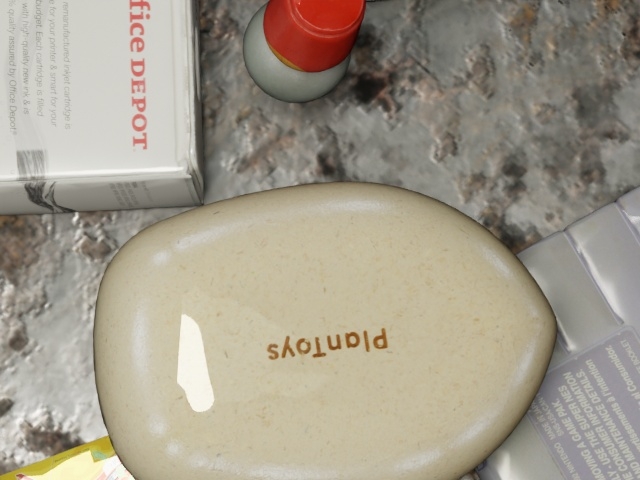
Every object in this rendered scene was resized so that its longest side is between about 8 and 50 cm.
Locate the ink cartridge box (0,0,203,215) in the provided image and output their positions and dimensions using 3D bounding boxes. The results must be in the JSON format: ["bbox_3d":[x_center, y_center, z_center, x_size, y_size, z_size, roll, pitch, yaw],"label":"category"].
[{"bbox_3d":[-0.184,-0.100,1.222,0.217,0.092,0.159,-3,77,3],"label":"ink cartridge box"}]

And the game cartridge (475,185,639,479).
[{"bbox_3d":[0.230,0.148,1.170,0.230,0.068,0.355,-29,77,-1],"label":"game cartridge"}]

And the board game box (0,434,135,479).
[{"bbox_3d":[-0.131,0.175,1.189,0.154,0.026,0.103,-21,77,-3],"label":"board game box"}]

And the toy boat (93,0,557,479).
[{"bbox_3d":[0.000,0.000,1.126,0.267,0.148,0.318,0,81,-10],"label":"toy boat"}]
